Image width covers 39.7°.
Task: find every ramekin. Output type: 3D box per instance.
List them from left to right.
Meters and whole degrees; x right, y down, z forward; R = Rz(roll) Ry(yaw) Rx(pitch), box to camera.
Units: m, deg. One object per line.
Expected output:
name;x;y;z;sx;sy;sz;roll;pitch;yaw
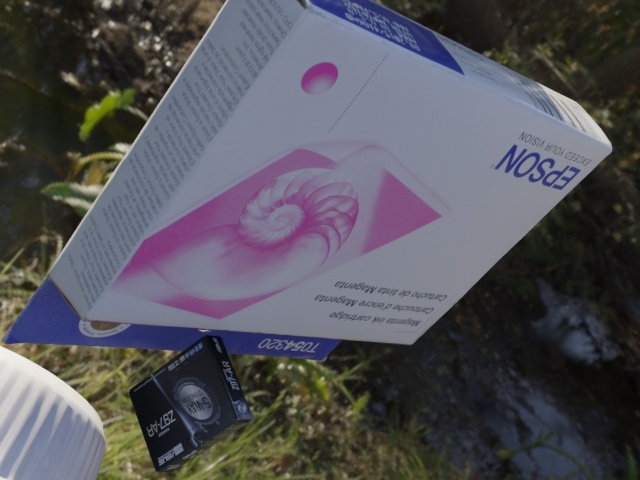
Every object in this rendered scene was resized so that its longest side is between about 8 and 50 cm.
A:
ramekin;-0.265;0.158;0.678;0.207;0.207;0.109;37;54;-19

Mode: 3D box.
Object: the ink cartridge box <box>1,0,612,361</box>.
ink cartridge box;0.000;0.000;0.625;0.324;0.330;0.071;10;39;-45

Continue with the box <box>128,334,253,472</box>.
box;-0.094;0.117;0.631;0.018;0.083;0.067;16;43;-56
